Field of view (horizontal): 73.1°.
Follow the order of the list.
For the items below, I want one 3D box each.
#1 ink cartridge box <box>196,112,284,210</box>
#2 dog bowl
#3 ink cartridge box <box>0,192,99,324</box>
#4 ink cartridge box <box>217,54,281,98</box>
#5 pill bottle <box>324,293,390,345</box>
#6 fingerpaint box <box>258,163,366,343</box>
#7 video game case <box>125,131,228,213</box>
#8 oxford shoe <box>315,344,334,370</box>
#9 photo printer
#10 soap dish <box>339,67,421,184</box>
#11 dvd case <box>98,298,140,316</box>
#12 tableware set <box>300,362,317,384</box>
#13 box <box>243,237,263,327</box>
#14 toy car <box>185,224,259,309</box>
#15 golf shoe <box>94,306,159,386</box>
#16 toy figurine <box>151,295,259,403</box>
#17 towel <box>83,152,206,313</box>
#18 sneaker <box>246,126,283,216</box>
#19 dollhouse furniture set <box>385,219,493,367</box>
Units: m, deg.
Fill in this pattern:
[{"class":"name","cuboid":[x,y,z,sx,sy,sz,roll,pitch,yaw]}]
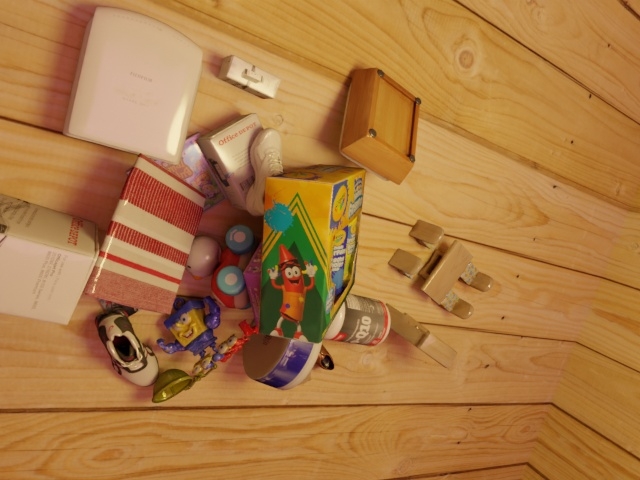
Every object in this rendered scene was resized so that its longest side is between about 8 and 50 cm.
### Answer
[{"class":"ink cartridge box","cuboid":[-0.204,-0.211,1.155,0.154,0.093,0.212,-39,121,-26]},{"class":"dog bowl","cuboid":[-0.114,0.293,1.269,0.104,0.265,0.264,30,90,-30]},{"class":"ink cartridge box","cuboid":[-0.683,0.004,0.867,0.395,0.285,0.166,21,96,-31]},{"class":"ink cartridge box","cuboid":[-0.185,-0.417,1.111,0.135,0.099,0.056,17,98,-30]},{"class":"pill bottle","cuboid":[0.075,0.252,1.415,0.283,0.161,0.161,16,97,-31]},{"class":"fingerpaint box","cuboid":[0.000,0.000,1.141,0.163,0.445,0.370,8,104,13]},{"class":"video game case","cuboid":[-0.363,-0.150,1.142,0.212,0.023,0.193,-34,118,-15]},{"class":"oxford shoe","cuboid":[-0.019,0.358,1.432,0.076,0.076,0.212,-49,117,-12]},{"class":"photo printer","cuboid":[-0.418,-0.354,0.994,0.256,0.107,0.307,14,95,-28]},{"class":"soap dish","cuboid":[0.181,-0.337,1.253,0.229,0.118,0.290,24,63,-30]},{"class":"dvd case","cuboid":[-0.537,0.154,1.150,0.087,0.013,0.119,-29,116,-17]},{"class":"tableware set","cuboid":[-0.052,0.405,1.477,0.141,0.020,0.168,-32,114,-22]},{"class":"box","cuboid":[-0.115,0.066,1.183,0.057,0.293,0.200,7,130,13]},{"class":"toy car","cuboid":[-0.294,0.068,1.162,0.238,0.219,0.210,7,70,2]},{"class":"golf shoe","cuboid":[-0.510,0.310,1.146,0.105,0.120,0.272,-29,124,-19]},{"class":"toy figurine","cuboid":[-0.360,0.267,1.226,0.363,0.191,0.217,-39,79,14]},{"class":"towel","cuboid":[-0.399,-0.005,1.019,0.237,0.037,0.328,39,61,-58]},{"class":"sneaker","cuboid":[-0.119,-0.169,1.095,0.090,0.115,0.232,-1,100,-39]},{"class":"dollhouse furniture set","cuboid":[0.425,0.197,1.528,0.362,0.256,0.394,38,86,-31]}]
